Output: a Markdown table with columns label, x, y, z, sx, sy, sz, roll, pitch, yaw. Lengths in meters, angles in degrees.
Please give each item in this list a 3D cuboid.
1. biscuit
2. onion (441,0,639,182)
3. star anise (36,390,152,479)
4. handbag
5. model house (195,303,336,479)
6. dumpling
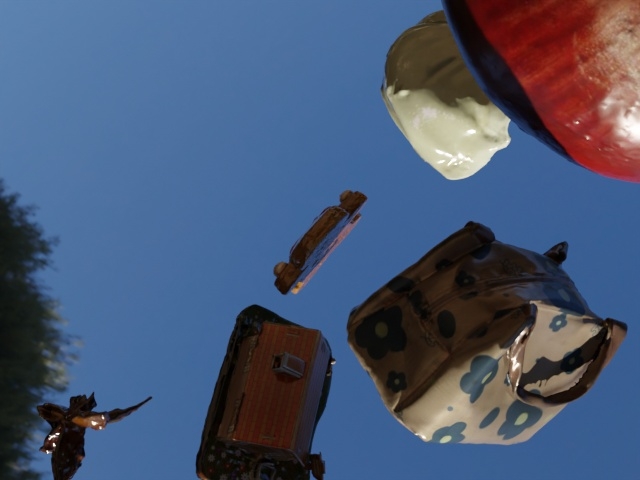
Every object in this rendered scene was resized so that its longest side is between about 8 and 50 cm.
| label | x | y | z | sx | sy | sz | roll | pitch | yaw |
| --- | --- | --- | --- | --- | --- | --- | --- | --- | --- |
| biscuit | -0.003 | -0.001 | 1.608 | 0.049 | 0.324 | 0.205 | 41 | -89 | 3 |
| onion | 0.250 | -0.228 | 0.794 | 0.341 | 0.341 | 0.341 | -17 | -126 | 25 |
| star anise | -0.340 | 0.283 | 1.500 | 0.140 | 0.144 | 0.158 | -48 | -135 | 11 |
| handbag | 0.183 | 0.098 | 1.064 | 0.193 | 0.251 | 0.190 | -50 | -128 | 25 |
| model house | -0.043 | 0.250 | 1.541 | 0.154 | 0.207 | 0.294 | -20 | -131 | 51 |
| dumpling | 0.222 | -0.275 | 1.667 | 0.243 | 0.187 | 0.318 | -29 | -116 | 45 |
